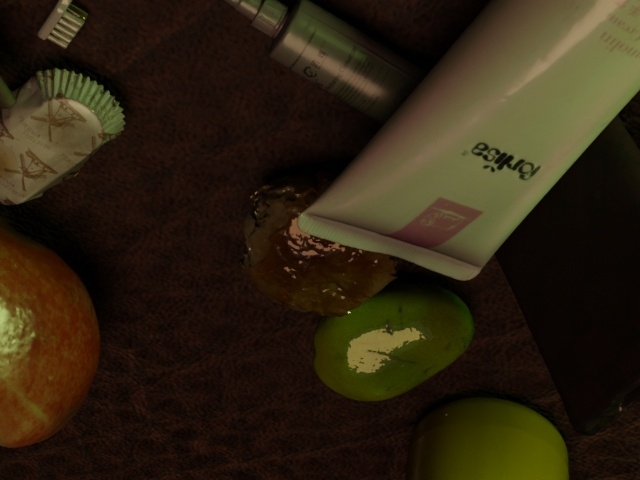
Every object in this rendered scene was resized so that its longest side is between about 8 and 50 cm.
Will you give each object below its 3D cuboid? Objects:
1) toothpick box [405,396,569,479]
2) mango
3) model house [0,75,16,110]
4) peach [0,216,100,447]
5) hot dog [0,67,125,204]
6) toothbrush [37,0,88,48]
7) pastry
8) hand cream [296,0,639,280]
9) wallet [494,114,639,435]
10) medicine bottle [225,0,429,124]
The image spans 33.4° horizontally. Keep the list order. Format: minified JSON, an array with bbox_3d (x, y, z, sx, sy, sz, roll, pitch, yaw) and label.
[{"bbox_3d":[0.164,0.312,1.090,0.174,0.271,0.175,7,133,8],"label":"toothpick box"},{"bbox_3d":[0.065,0.093,1.048,0.163,0.089,0.117,-35,113,22],"label":"mango"},{"bbox_3d":[-0.372,-0.155,0.899,0.188,0.122,0.229,-14,124,22],"label":"model house"},{"bbox_3d":[-0.342,0.082,1.057,0.232,0.257,0.232,-10,170,-2],"label":"peach"},{"bbox_3d":[-0.259,-0.091,0.977,0.099,0.053,0.192,41,131,-21],"label":"hot dog"},{"bbox_3d":[-0.133,-0.261,0.809,0.030,0.025,0.342,29,132,-22],"label":"toothbrush"},{"bbox_3d":[0.001,0.003,0.979,0.153,0.081,0.153,8,130,10],"label":"pastry"},{"bbox_3d":[0.144,-0.100,0.800,0.185,0.118,0.359,15,130,-29],"label":"hand cream"},{"bbox_3d":[0.219,0.018,0.859,0.049,0.229,0.182,1,144,-32],"label":"wallet"},{"bbox_3d":[0.002,-0.154,0.852,0.199,0.058,0.058,30,132,-13],"label":"medicine bottle"}]
